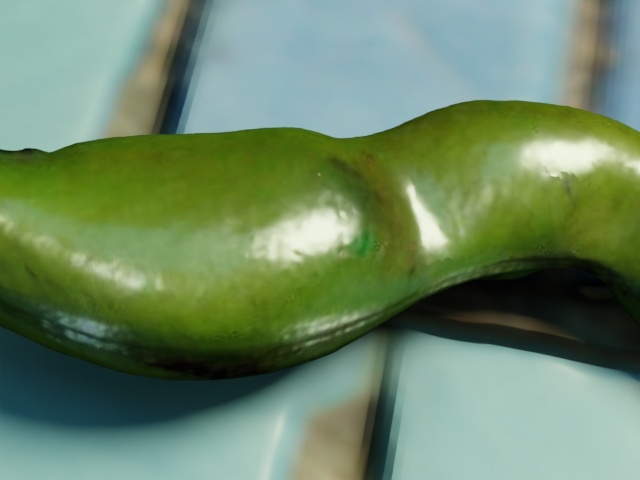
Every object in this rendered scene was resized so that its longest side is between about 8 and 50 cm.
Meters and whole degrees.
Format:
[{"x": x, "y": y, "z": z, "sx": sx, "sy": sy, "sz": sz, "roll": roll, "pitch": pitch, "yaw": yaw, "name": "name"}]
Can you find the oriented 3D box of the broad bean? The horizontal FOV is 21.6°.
[{"x": 0.000, "y": 0.000, "z": 0.370, "sx": 0.213, "sy": 0.048, "sz": 0.070, "roll": 3, "pitch": 54, "yaw": -9, "name": "broad bean"}]
